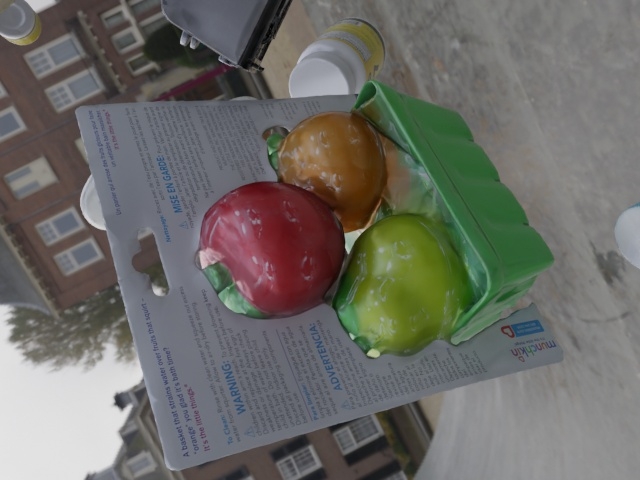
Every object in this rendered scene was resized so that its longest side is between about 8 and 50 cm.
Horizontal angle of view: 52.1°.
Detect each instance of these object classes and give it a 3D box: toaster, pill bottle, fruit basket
[{"bbox_3d":[-0.075,-0.273,0.675,0.110,0.186,0.168,26,-168,-9],"label":"toaster"},{"bbox_3d":[0.029,-0.282,1.074,0.119,0.119,0.208,64,-149,-23],"label":"pill bottle"},{"bbox_3d":[0.000,0.000,0.566,0.327,0.352,0.165,65,153,29],"label":"fruit basket"},{"bbox_3d":[-0.480,-0.346,1.038,0.065,0.065,0.116,64,171,-14],"label":"pill bottle"}]

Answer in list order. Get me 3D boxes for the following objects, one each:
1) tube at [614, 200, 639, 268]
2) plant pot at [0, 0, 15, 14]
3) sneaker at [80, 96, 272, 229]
[{"bbox_3d":[0.307,-0.043,0.496,0.052,0.207,0.080,63,155,-2],"label":"tube"},{"bbox_3d":[-0.465,-0.365,0.642,0.305,0.333,0.334,47,-170,-41],"label":"plant pot"},{"bbox_3d":[-0.195,-0.088,0.848,0.106,0.290,0.123,55,-169,-31],"label":"sneaker"}]
